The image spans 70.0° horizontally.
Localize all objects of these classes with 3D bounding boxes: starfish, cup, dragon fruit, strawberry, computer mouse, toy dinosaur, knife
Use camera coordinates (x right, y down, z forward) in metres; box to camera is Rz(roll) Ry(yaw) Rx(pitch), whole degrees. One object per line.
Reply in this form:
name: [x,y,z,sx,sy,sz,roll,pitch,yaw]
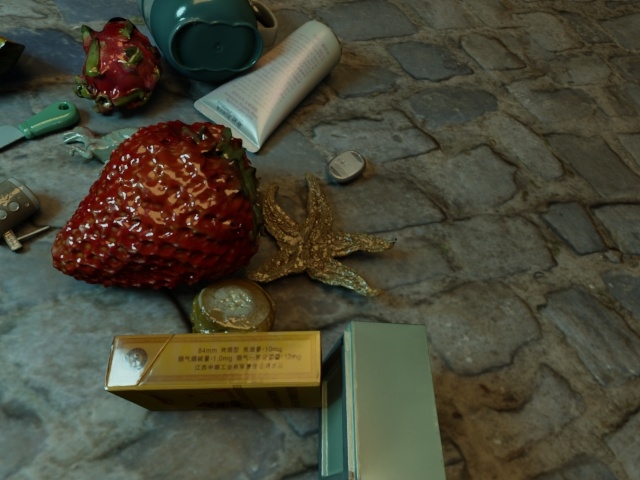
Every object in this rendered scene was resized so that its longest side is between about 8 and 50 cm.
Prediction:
starfish: [0.000,0.003,0.889,0.302,0.060,0.299,24,52,7]
cup: [-0.530,-0.045,0.777,0.102,0.074,0.099,36,59,7]
dragon fruit: [-0.418,-0.350,0.932,0.166,0.160,0.172,24,56,-27]
strawberry: [-0.267,-0.044,0.763,0.351,0.267,0.312,-26,33,5]
computer mouse: [0.056,-0.159,1.006,0.096,0.039,0.066,-35,74,-20]
toy dinosaur: [-0.372,-0.201,0.912,0.242,0.053,0.167,-28,64,-17]
knife: [-0.596,-0.204,0.878,0.260,0.035,0.063,-34,70,-24]
cup: [-0.235,-0.488,1.000,0.289,0.219,0.258,-11,55,-32]

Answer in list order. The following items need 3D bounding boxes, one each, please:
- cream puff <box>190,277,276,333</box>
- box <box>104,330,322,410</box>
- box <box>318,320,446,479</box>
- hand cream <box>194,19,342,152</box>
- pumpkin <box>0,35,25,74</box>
cream puff: [-0.146,0.129,0.758,0.143,0.103,0.126,23,46,-1]
box: [-0.134,0.191,0.654,0.273,0.174,0.076,-1,60,0]
box: [0.069,0.263,0.665,0.117,0.225,0.225,5,59,-10]
hand cream: [-0.098,-0.362,1.051,0.185,0.118,0.359,40,71,8]
pumpkin: [-0.729,-0.354,0.894,0.312,0.148,0.169,22,99,3]
